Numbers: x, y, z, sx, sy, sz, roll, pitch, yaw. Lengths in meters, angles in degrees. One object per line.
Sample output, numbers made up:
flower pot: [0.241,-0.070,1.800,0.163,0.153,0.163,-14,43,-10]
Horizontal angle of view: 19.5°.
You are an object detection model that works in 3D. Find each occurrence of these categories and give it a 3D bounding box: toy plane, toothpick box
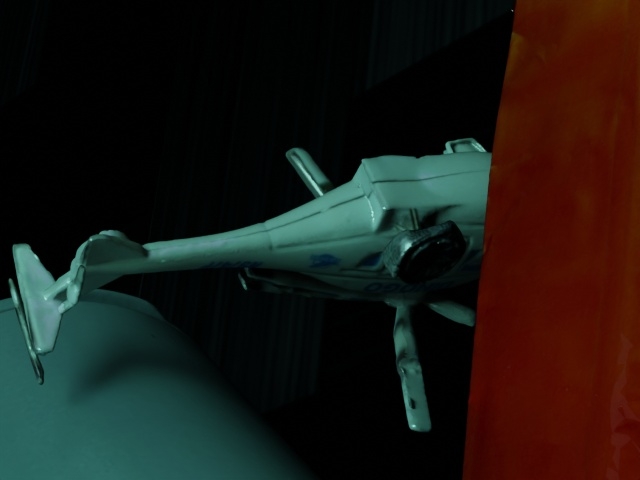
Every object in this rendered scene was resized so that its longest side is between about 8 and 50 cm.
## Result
toy plane: [-0.005,-0.009,0.894,0.107,0.273,0.182,117,157,-44]
toothpick box: [-0.092,0.190,0.857,0.263,0.263,0.355,-59,35,4]

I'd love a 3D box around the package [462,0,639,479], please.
package: [0.166,0.015,0.763,0.196,0.123,0.423,-16,55,45]
